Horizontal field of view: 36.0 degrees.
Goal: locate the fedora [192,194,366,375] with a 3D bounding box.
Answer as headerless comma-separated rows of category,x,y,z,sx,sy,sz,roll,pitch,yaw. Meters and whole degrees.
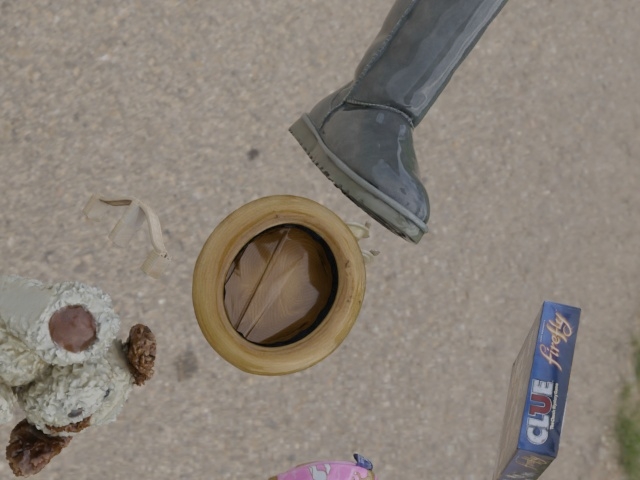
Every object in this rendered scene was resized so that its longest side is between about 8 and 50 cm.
fedora,-0.049,0.048,1.051,0.195,0.079,0.194,1,85,-15

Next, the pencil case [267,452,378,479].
pencil case,0.025,0.491,1.316,0.160,0.167,0.385,64,18,-61

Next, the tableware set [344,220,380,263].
tableware set,0.000,0.000,1.352,0.169,0.141,0.020,5,68,1

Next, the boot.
boot,0.078,-0.118,0.660,0.208,0.189,0.076,-46,129,7

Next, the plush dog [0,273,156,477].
plush dog,-0.316,0.143,1.126,0.262,0.210,0.225,-39,129,2

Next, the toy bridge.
toy bridge,-0.243,-0.022,1.256,0.026,0.188,0.063,32,94,-47

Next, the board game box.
board game box,0.241,0.187,1.118,0.243,0.042,0.165,84,20,-66
